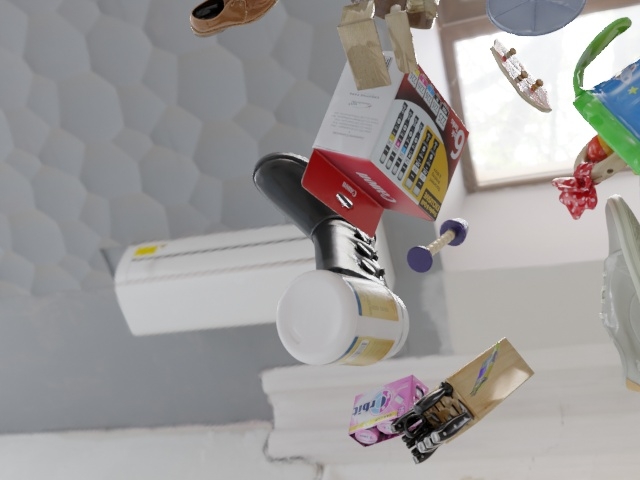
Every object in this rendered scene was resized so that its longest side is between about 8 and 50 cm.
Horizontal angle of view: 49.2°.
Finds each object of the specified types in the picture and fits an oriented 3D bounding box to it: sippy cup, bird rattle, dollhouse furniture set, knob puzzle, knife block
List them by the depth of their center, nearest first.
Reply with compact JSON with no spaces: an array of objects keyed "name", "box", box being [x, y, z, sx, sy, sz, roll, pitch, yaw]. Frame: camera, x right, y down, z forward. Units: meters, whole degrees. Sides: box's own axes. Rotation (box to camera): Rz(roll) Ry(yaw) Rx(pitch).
[{"name":"sippy cup","box":[0.554,-0.210,1.074,0.224,0.305,0.240,-45,-170,25]},{"name":"dollhouse furniture set","box":[0.120,-0.348,1.131,0.144,0.123,0.151,-6,-132,18]},{"name":"knife block","box":[0.248,0.268,1.195,0.276,0.088,0.242,-36,164,-3]},{"name":"knob puzzle","box":[0.428,-0.342,1.463,0.030,0.213,0.213,-40,-166,31]},{"name":"bird rattle","box":[0.610,-0.169,1.486,0.253,0.143,0.207,-50,-172,39]}]

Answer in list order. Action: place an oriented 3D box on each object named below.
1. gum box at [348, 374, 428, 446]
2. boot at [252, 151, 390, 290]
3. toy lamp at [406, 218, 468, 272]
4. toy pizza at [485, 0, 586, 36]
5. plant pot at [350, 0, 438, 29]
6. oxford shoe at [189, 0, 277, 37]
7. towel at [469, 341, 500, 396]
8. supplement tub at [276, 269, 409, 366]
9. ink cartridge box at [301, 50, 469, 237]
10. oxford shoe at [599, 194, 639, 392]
[{"name":"gum box","box":[0.158,0.387,1.588,0.188,0.062,0.107,-31,-152,36]},{"name":"boot","box":[0.002,0.001,1.531,0.146,0.367,0.445,-49,-162,21]},{"name":"toy lamp","box":[0.320,0.004,1.845,0.080,0.080,0.275,2,-160,32]},{"name":"toy pizza","box":[0.446,-0.494,1.449,0.201,0.032,0.201,-8,-119,15]},{"name":"plant pot","box":[0.209,-0.654,1.669,0.215,0.230,0.215,15,-150,-9]},{"name":"oxford shoe","box":[-0.178,-0.498,1.479,0.212,0.076,0.076,-29,173,-8]},{"name":"towel","box":[0.260,0.204,1.102,0.009,0.060,0.083,29,-132,10]},{"name":"supplement tub","box":[0.041,0.128,1.117,0.144,0.144,0.200,6,174,36]},{"name":"ink cartridge box","box":[0.131,-0.158,1.309,0.130,0.309,0.271,17,-99,35]},{"name":"oxford shoe","box":[0.637,0.109,1.445,0.130,0.169,0.449,-23,-123,36]}]
